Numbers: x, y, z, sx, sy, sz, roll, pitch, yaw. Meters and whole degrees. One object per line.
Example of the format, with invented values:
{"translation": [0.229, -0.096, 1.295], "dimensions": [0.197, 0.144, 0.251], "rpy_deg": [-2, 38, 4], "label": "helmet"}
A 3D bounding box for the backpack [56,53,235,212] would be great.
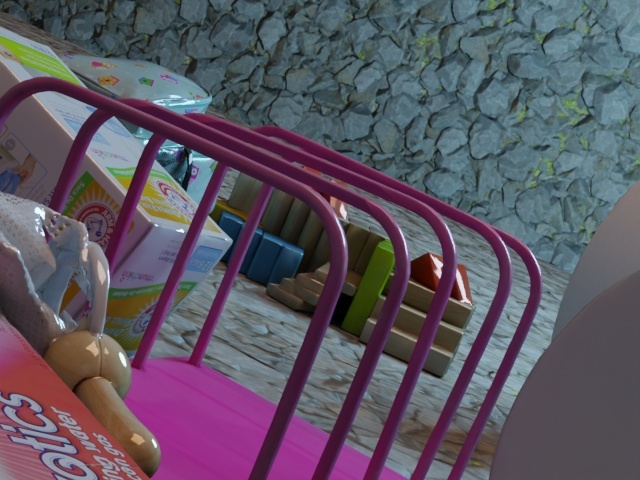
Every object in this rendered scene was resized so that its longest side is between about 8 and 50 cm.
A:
{"translation": [-0.174, -0.093, 1.382], "dimensions": [0.166, 0.144, 0.188], "rpy_deg": [27, 12, 35], "label": "backpack"}

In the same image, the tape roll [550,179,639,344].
{"translation": [0.321, 0.067, 1.242], "dimensions": [0.286, 0.286, 0.100], "rpy_deg": [15, 11, -47], "label": "tape roll"}

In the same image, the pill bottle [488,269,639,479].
{"translation": [0.260, 0.153, 0.632], "dimensions": [0.361, 0.204, 0.204], "rpy_deg": [28, 5, -27], "label": "pill bottle"}

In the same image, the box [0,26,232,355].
{"translation": [-0.171, -0.033, 0.927], "dimensions": [0.203, 0.103, 0.114], "rpy_deg": [46, 11, 21], "label": "box"}

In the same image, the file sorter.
{"translation": [-0.033, 0.042, 0.747], "dimensions": [0.202, 0.182, 0.291], "rpy_deg": [26, 8, 24], "label": "file sorter"}

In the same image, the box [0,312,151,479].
{"translation": [-0.109, 0.099, 0.330], "dimensions": [0.123, 0.128, 0.257], "rpy_deg": [18, 10, -36], "label": "box"}

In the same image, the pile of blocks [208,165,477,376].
{"translation": [0.000, 0.000, 1.403], "dimensions": [0.362, 0.112, 0.149], "rpy_deg": [27, 8, 30], "label": "pile of blocks"}

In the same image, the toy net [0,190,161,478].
{"translation": [-0.051, 0.073, 0.470], "dimensions": [0.232, 0.045, 0.122], "rpy_deg": [57, -20, 17], "label": "toy net"}
